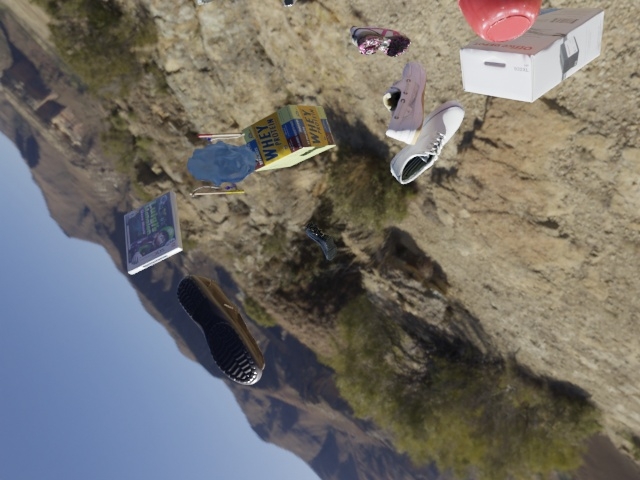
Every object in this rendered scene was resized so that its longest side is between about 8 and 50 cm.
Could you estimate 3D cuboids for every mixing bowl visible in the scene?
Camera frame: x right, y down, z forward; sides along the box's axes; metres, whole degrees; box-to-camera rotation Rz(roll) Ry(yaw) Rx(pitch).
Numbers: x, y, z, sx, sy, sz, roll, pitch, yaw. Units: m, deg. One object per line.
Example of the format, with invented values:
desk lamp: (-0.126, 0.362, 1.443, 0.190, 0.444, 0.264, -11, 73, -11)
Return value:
mixing bowl: (0.392, -0.491, 1.048, 0.181, 0.181, 0.098, 102, 163, -76)

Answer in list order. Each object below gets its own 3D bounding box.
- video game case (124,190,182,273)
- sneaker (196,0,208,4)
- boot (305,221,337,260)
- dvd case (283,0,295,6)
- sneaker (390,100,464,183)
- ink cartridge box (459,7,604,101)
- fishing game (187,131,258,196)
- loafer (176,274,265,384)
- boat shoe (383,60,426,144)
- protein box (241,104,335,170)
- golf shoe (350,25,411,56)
video game case: (-0.462, -0.024, 1.351, 0.022, 0.173, 0.190, 42, -152, -57)
sneaker: (-0.302, -0.740, 1.398, 0.267, 0.101, 0.106, -75, -30, -57)
boot: (0.000, 0.001, 1.587, 0.099, 0.045, 0.121, 34, 156, 33)
dvd case: (-0.087, -0.696, 1.236, 0.239, 0.029, 0.179, -89, -9, -59)
sneaker: (0.296, -0.253, 1.325, 0.094, 0.258, 0.091, 24, -149, -27)
ink cartridge box: (0.563, -0.506, 1.322, 0.223, 0.307, 0.129, 31, 148, 46)
fishing game: (-0.260, -0.205, 1.323, 0.041, 0.189, 0.264, 93, 168, -46)
loafer: (-0.266, 0.242, 1.431, 0.366, 0.134, 0.130, 55, -153, 12)
boat shoe: (0.206, -0.361, 1.236, 0.096, 0.277, 0.098, 11, 143, -3)
protein box: (-0.098, -0.323, 1.552, 0.199, 0.201, 0.136, -19, 92, 32)
golf shoe: (0.163, -0.539, 1.307, 0.067, 0.186, 0.086, -52, 57, 47)
